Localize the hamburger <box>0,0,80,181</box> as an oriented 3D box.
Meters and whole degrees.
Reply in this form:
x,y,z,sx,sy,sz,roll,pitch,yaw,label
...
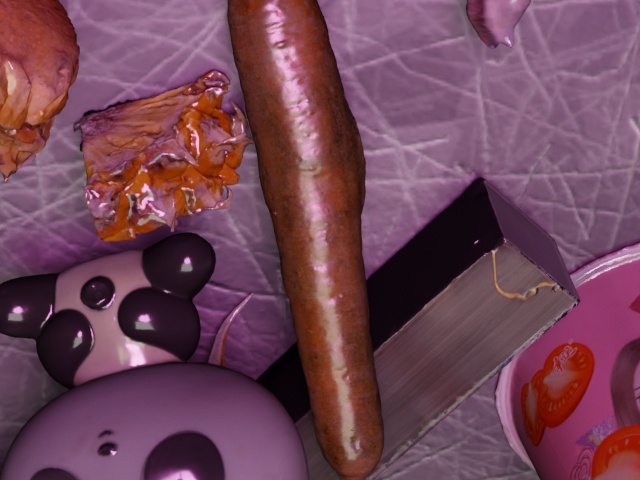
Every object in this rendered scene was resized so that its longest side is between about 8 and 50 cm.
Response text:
x,y,z,sx,sy,sz,roll,pitch,yaw,label
-0.279,-0.093,0.776,0.245,0.260,0.211,41,114,-5,hamburger

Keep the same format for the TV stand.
x,y,z,sx,sy,sz,roll,pitch,yaw,label
0.048,0.084,1.009,0.083,0.088,0.269,39,109,-23,TV stand

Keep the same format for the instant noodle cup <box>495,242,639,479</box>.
x,y,z,sx,sy,sz,roll,pitch,yaw,label
0.262,0.160,0.998,0.243,0.231,0.243,-3,121,-5,instant noodle cup

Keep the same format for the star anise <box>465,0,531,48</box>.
x,y,z,sx,sy,sz,roll,pitch,yaw,label
0.137,-0.226,0.837,0.229,0.093,0.236,22,113,-17,star anise

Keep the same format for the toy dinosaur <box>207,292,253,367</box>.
x,y,z,sx,sy,sz,roll,pitch,yaw,label
-0.096,0.115,1.043,0.058,0.037,0.180,6,126,-28,toy dinosaur

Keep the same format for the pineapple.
x,y,z,sx,sy,sz,roll,pitch,yaw,label
-0.112,-0.053,0.912,0.116,0.137,0.069,11,125,35,pineapple

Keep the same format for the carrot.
x,y,z,sx,sy,sz,roll,pitch,yaw,label
0.000,0.000,0.920,0.070,0.070,0.342,-11,102,-1,carrot

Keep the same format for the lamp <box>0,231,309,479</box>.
x,y,z,sx,sy,sz,roll,pitch,yaw,label
-0.111,0.128,0.923,0.197,0.198,0.244,-15,78,2,lamp
